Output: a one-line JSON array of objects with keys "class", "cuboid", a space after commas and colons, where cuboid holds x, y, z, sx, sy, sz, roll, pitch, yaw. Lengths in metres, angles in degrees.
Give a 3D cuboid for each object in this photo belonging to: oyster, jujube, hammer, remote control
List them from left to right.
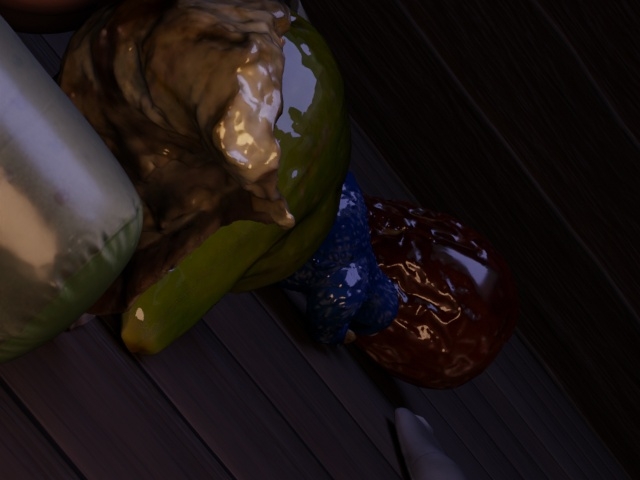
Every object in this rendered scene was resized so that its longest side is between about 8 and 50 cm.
[{"class": "hammer", "cuboid": [-0.188, -0.073, 0.823, 0.206, 0.119, 0.335, 52, 2, -18]}, {"class": "oyster", "cuboid": [-0.097, -0.064, 0.887, 0.100, 0.271, 0.275, 7, 45, -24]}, {"class": "jujube", "cuboid": [0.082, 0.041, 1.664, 0.236, 0.168, 0.168, 35, 10, -7]}, {"class": "remote control", "cuboid": [0.108, 0.210, 1.473, 0.073, 0.044, 0.229, 47, 10, -18]}]

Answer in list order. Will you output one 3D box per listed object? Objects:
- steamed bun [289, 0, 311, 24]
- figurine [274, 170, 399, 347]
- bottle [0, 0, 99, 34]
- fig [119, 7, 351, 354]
[{"class": "steamed bun", "cuboid": [-0.085, -0.172, 1.572, 0.200, 0.170, 0.225, 48, 7, -2]}, {"class": "figurine", "cuboid": [0.001, 0.002, 1.479, 0.164, 0.121, 0.262, 54, 5, 32]}, {"class": "bottle", "cuboid": [-0.156, -0.214, 1.039, 0.297, 0.206, 0.173, -149, -123, -77]}, {"class": "fig", "cuboid": [-0.081, -0.035, 1.077, 0.206, 0.206, 0.275, 50, 31, -23]}]
